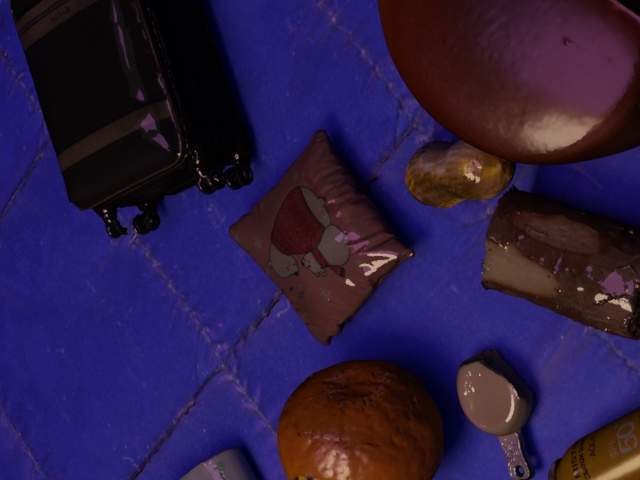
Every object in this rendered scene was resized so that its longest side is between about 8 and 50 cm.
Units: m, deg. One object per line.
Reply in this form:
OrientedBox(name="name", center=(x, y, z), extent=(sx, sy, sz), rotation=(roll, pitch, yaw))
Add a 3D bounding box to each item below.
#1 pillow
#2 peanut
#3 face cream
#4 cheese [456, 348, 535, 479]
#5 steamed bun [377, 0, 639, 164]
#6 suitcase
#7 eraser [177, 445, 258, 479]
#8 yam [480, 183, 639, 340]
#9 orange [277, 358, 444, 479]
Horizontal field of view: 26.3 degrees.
OrientedBox(name="pillow", center=(0.000, 0.000, 1.873), extent=(0.236, 0.084, 0.223), rotation=(51, 122, 18))
OrientedBox(name="peanut", center=(0.169, -0.087, 1.694), extent=(0.207, 0.087, 0.087), rotation=(-12, 90, 66))
OrientedBox(name="face cream", center=(0.393, 0.240, 1.587), extent=(0.349, 0.105, 0.105), rotation=(-37, 74, 37))
OrientedBox(name="cheese", center=(0.236, 0.219, 1.744), extent=(0.092, 0.048, 0.171), rotation=(-47, 68, 36))
OrientedBox(name="steamed bun", center=(0.231, -0.229, 1.552), extent=(0.379, 0.235, 0.248), rotation=(44, 120, 22))
OrientedBox(name="suitcase", center=(-0.287, -0.240, 1.995), extent=(0.283, 0.194, 0.433), rotation=(-23, 82, 38))
OrientedBox(name="eraser", center=(-0.133, 0.446, 2.048), extent=(0.174, 0.081, 0.227), rotation=(-37, 72, 24))
OrientedBox(name="yam", center=(0.305, 0.030, 1.613), extent=(0.238, 0.129, 0.128), rotation=(22, 73, 34))
OrientedBox(name="orange", center=(0.053, 0.260, 1.792), extent=(0.219, 0.219, 0.193), rotation=(4, 140, 38))
